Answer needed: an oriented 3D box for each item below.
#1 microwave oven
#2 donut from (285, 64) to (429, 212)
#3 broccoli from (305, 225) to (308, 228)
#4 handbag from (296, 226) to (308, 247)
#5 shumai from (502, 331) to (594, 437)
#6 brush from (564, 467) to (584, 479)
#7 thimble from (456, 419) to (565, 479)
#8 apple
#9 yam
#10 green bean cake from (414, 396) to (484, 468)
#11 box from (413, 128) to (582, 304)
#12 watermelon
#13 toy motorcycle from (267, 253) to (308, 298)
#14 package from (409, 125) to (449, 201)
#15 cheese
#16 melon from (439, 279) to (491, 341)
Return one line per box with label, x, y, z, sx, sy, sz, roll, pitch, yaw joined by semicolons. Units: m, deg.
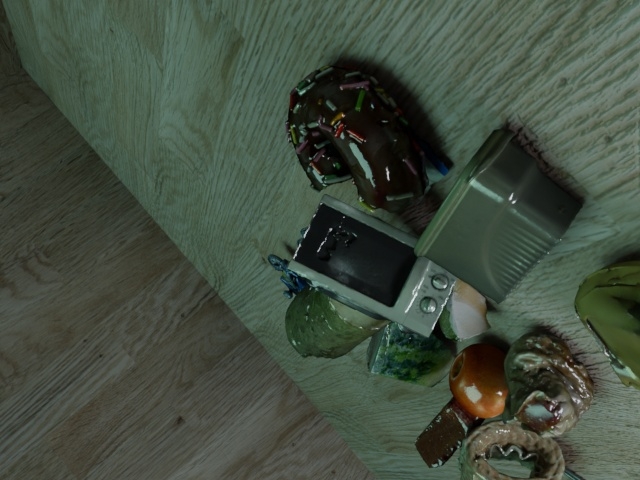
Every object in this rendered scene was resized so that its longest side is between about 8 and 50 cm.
microwave oven;0.106;0.056;1.364;0.295;0.181;0.237;26;180;4
donut;0.046;-0.195;1.291;0.345;0.136;0.259;26;147;56
broccoli;0.000;0.000;1.818;0.095;0.097;0.092;-140;53;-80
handbag;0.048;0.051;1.764;0.144;0.057;0.221;-20;115;22
shumai;0.423;0.308;1.356;0.184;0.185;0.218;38;156;28
brush;0.586;0.563;1.679;0.266;0.027;0.062;32;148;39
thimble;0.452;0.541;1.628;0.196;0.229;0.148;-100;6;-48
apple;0.359;0.308;1.525;0.139;0.163;0.163;36;159;-1
yam;0.041;0.170;1.652;0.195;0.195;0.300;48;143;3
green bean cake;0.349;0.472;1.771;0.097;0.198;0.233;42;153;16
box;0.287;-0.031;1.113;0.178;0.138;0.274;36;146;8
watermelon;0.212;0.258;1.735;0.231;0.193;0.310;8;167;41
toy motorcycle;-0.061;0.132;2.159;0.254;0.092;0.135;49;151;-22
package;0.160;-0.164;1.309;0.171;0.027;0.173;51;159;5
cheese;0.524;0.134;0.966;0.259;0.128;0.316;44;166;-7
melon;0.303;0.135;1.478;0.202;0.093;0.139;-97;1;-77
